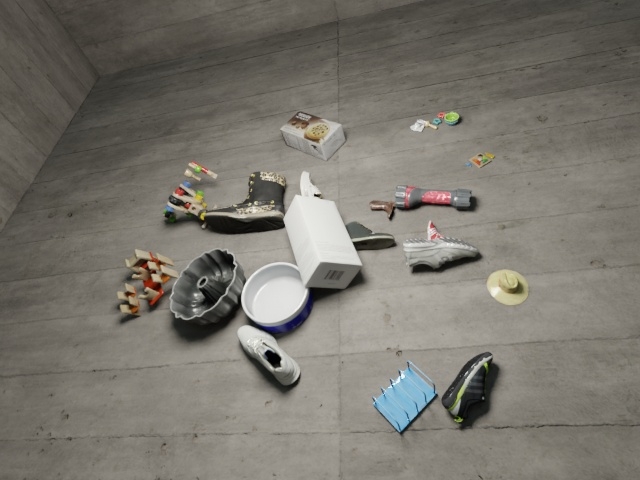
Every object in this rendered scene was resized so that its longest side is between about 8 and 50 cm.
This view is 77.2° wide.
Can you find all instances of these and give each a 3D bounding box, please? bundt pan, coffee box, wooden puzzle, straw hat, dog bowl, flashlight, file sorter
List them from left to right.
[{"bbox_3d":[-0.439,0.196,1.621,0.331,0.124,0.330,-18,47,21],"label":"bundt pan"},{"bbox_3d":[-0.165,0.221,1.560,0.265,0.104,0.264,-8,53,11],"label":"dog bowl"},{"bbox_3d":[-0.041,-0.550,2.096,0.297,0.118,0.168,29,68,32],"label":"coffee box"},{"bbox_3d":[0.257,0.477,1.241,0.170,0.104,0.118,-40,53,-14],"label":"file sorter"},{"bbox_3d":[0.467,-0.175,1.677,0.305,0.103,0.103,7,83,20],"label":"flashlight"},{"bbox_3d":[0.715,-0.362,1.797,0.116,0.014,0.078,-37,52,-12],"label":"wooden puzzle"},{"bbox_3d":[0.658,0.147,1.399,0.145,0.061,0.144,-8,52,11],"label":"straw hat"}]

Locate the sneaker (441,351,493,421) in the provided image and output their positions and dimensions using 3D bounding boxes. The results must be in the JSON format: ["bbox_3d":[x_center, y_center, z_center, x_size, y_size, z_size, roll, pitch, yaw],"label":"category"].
[{"bbox_3d":[0.469,0.450,1.233,0.097,0.084,0.235,43,74,11],"label":"sneaker"}]

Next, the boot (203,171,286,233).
[{"bbox_3d":[-0.340,-0.184,1.896,0.378,0.138,0.284,-3,54,10],"label":"boot"}]

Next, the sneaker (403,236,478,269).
[{"bbox_3d":[0.451,0.053,1.522,0.282,0.115,0.105,1,15,1],"label":"sneaker"}]

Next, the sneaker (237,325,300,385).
[{"bbox_3d":[-0.196,0.386,1.430,0.297,0.129,0.111,28,68,33],"label":"sneaker"}]

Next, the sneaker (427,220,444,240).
[{"bbox_3d":[0.462,-0.027,1.600,0.067,0.042,0.118,-3,61,20],"label":"sneaker"}]

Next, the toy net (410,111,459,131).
[{"bbox_3d":[0.566,-0.605,2.004,0.233,0.045,0.122,-5,53,13],"label":"toy net"}]

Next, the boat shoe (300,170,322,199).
[{"bbox_3d":[-0.039,-0.205,1.855,0.096,0.098,0.276,-9,61,10],"label":"boat shoe"}]

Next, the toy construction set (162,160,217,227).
[{"bbox_3d":[-0.592,-0.206,1.966,0.237,0.257,0.308,28,78,-16],"label":"toy construction set"}]

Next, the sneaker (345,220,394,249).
[{"bbox_3d":[0.194,-0.030,1.656,0.222,0.083,0.118,-4,53,15],"label":"sneaker"}]

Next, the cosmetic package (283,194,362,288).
[{"bbox_3d":[0.000,0.000,1.597,0.197,0.155,0.365,8,42,-29],"label":"cosmetic package"}]

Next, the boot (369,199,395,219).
[{"bbox_3d":[0.261,-0.135,1.745,0.114,0.037,0.106,9,46,19],"label":"boot"}]

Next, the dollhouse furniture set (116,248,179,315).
[{"bbox_3d":[-0.747,0.164,1.753,0.262,0.135,0.259,-43,54,9],"label":"dollhouse furniture set"}]
